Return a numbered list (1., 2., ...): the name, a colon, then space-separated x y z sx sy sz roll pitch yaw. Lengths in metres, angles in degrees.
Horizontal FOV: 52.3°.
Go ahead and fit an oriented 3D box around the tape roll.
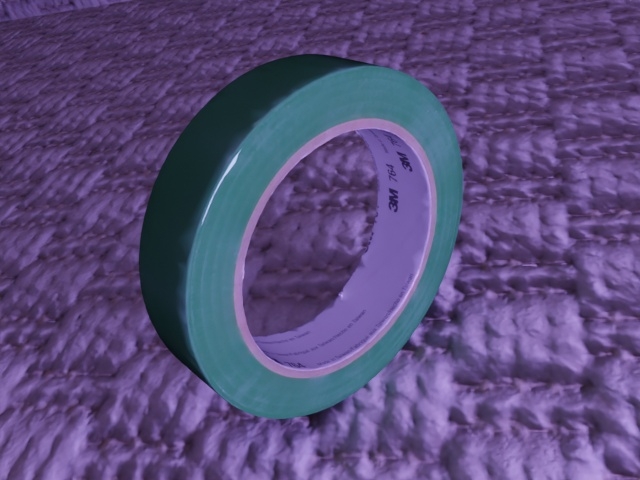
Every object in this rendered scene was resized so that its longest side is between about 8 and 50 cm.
1. tape roll: 0.000 0.000 0.589 0.321 0.321 0.077 -37 41 -26
